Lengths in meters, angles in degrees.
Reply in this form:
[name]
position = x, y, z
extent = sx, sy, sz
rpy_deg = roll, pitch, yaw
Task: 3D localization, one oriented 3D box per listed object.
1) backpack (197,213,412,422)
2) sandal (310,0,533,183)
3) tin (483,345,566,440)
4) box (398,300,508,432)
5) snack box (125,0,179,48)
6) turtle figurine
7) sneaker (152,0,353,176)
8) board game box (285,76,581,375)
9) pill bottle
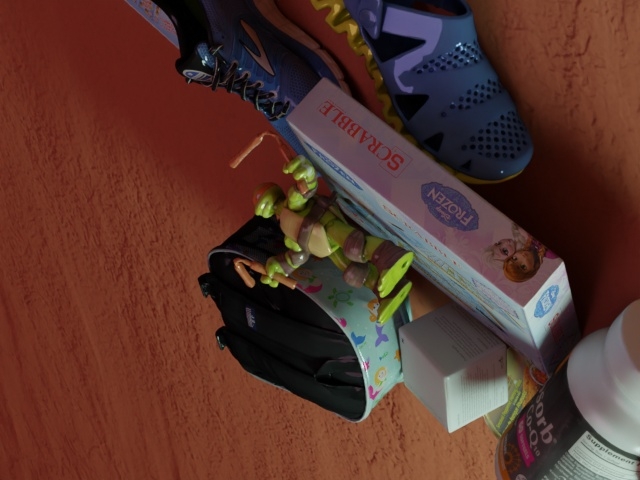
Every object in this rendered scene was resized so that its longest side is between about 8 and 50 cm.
[backpack]
position = 0.006, 0.092, 2.042
extent = 0.253, 0.191, 0.225
rpy_deg = 30, 143, 42
[sandal]
position = 0.113, -0.197, 1.718
extent = 0.317, 0.126, 0.138
rpy_deg = 52, 143, 0
[tin]
position = 0.250, 0.183, 1.972
extent = 0.106, 0.040, 0.190
rpy_deg = 37, 143, 16
[box]
position = 0.155, 0.145, 1.946
extent = 0.101, 0.087, 0.102
rpy_deg = 46, 153, 42
[snack box]
position = -0.187, -0.282, 2.085
extent = 0.178, 0.022, 0.064
rpy_deg = 42, 146, 15
[turtle figurine]
position = 0.000, 0.000, 1.848
extent = 0.217, 0.087, 0.269
rpy_deg = 35, 143, 18
[sneaker]
position = -0.091, -0.199, 1.933
extent = 0.330, 0.147, 0.130
rpy_deg = 51, 147, 1
[board game box]
position = 0.129, -0.007, 1.784
extent = 0.318, 0.066, 0.318
rpy_deg = 39, 175, 19
[pill bottle]
position = 0.310, 0.189, 1.779
extent = 0.162, 0.162, 0.278
rpy_deg = 44, 138, 13
